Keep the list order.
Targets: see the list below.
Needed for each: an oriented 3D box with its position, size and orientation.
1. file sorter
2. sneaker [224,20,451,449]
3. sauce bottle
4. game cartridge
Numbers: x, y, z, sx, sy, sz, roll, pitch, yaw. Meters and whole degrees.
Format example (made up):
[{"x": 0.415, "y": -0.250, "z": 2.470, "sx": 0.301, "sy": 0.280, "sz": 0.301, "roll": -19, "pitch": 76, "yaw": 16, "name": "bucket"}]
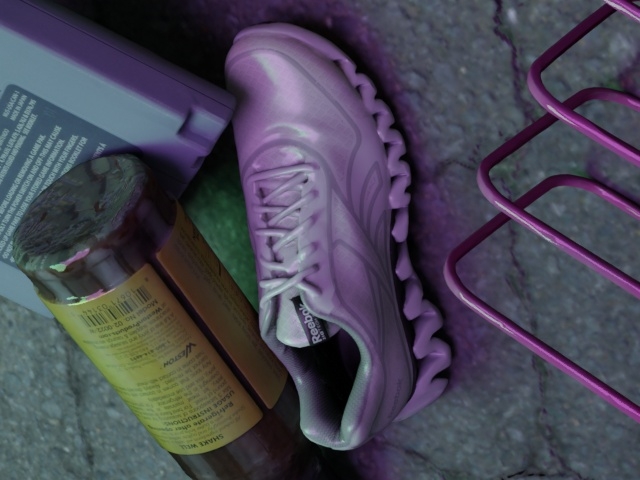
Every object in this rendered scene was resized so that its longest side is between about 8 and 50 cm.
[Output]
[{"x": 0.215, "y": -0.070, "z": 1.002, "sx": 0.182, "sy": 0.202, "sz": 0.290, "roll": 34, "pitch": 126, "yaw": 16, "name": "file sorter"}, {"x": 0.000, "y": 0.000, "z": 1.218, "sx": 0.110, "sy": 0.118, "sz": 0.292, "roll": -9, "pitch": 107, "yaw": 36, "name": "sneaker"}, {"x": -0.076, "y": 0.096, "z": 1.256, "sx": 0.111, "sy": 0.111, "sz": 0.344, "roll": -6, "pitch": 131, "yaw": 33, "name": "sauce bottle"}, {"x": -0.198, "y": -0.057, "z": 1.268, "sx": 0.198, "sy": 0.062, "sz": 0.297, "roll": 30, "pitch": 143, "yaw": -8, "name": "game cartridge"}]
